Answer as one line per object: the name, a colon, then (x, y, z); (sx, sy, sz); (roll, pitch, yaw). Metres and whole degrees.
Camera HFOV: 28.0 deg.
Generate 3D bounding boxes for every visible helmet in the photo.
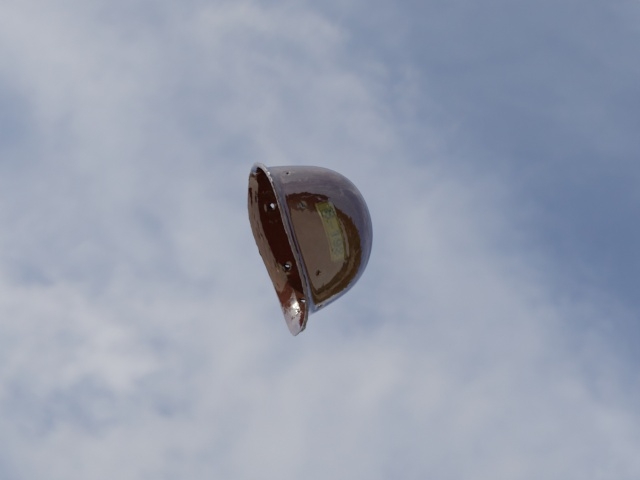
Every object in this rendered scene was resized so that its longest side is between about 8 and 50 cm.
helmet: (0.000, 0.000, 1.270); (0.106, 0.155, 0.175); (-11, -94, -14)
